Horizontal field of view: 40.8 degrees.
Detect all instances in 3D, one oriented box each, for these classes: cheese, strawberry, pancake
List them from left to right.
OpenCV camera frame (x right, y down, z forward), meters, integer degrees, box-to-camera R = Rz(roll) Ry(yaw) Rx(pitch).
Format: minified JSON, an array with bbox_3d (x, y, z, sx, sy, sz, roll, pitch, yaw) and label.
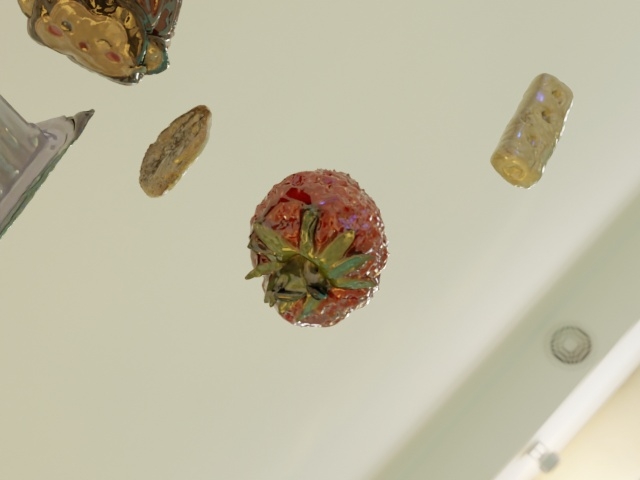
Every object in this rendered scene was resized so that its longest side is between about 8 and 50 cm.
[{"bbox_3d":[-0.177,-0.111,1.056,0.022,0.139,0.139,39,-88,-30],"label":"pancake"},{"bbox_3d":[0.004,0.004,0.720,0.148,0.131,0.131,-15,-43,-60],"label":"strawberry"},{"bbox_3d":[0.255,-0.132,1.020,0.043,0.065,0.194,-39,14,47],"label":"cheese"}]

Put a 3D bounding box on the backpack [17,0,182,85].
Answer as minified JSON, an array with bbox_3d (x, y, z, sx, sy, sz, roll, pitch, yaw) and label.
[{"bbox_3d":[-0.290,-0.337,1.192,0.229,0.139,0.229,1,-58,2],"label":"backpack"}]

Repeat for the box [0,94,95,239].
[{"bbox_3d":[-0.406,-0.048,0.826,0.336,0.264,0.106,-75,-32,-47],"label":"box"}]
